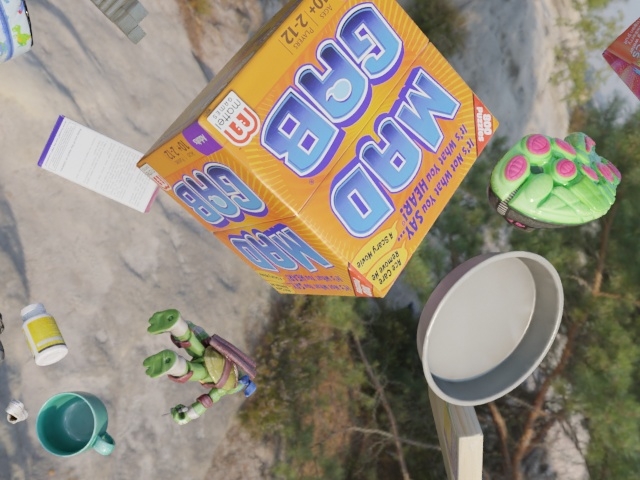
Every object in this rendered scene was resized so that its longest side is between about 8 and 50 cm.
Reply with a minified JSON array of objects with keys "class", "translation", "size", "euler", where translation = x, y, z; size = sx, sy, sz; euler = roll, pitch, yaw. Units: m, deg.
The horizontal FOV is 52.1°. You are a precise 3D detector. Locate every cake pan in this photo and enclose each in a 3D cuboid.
[{"class":"cake pan","translation":[0.286,0.145,1.123],"size":[0.293,0.293,0.054],"euler":[51,-5,-34]}]

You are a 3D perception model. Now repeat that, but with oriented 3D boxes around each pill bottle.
[{"class":"pill bottle","translation":[-0.556,0.185,1.309],"size":[0.116,0.065,0.065],"euler":[57,21,19]}]

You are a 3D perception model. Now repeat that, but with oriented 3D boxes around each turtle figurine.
[{"class":"turtle figurine","translation":[-0.293,0.262,1.352],"size":[0.197,0.275,0.266],"euler":[-60,148,-20]}]

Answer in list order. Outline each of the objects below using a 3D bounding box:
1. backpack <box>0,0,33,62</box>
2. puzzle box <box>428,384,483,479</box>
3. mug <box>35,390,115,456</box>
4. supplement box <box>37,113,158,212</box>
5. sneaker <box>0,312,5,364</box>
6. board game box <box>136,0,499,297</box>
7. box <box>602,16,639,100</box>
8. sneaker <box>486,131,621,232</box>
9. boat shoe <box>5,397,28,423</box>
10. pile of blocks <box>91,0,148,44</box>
[{"class":"backpack","translation":[-0.695,-0.493,1.235],"size":[0.273,0.290,0.355],"euler":[-53,153,-22]},{"class":"puzzle box","translation":[0.310,0.407,1.547],"size":[0.409,0.052,0.272],"euler":[-93,177,-59]},{"class":"mug","translation":[-0.512,0.397,1.385],"size":[0.157,0.129,0.097],"euler":[64,-1,11]},{"class":"supplement box","translation":[-0.427,-0.149,1.311],"size":[0.220,0.114,0.111],"euler":[24,-2,-9]},{"class":"sneaker","translation":[-0.671,0.170,1.293],"size":[0.108,0.271,0.100],"euler":[1,107,-44]},{"class":"board game box","translation":[-0.016,-0.156,1.072],"size":[0.356,0.356,0.356],"euler":[44,69,-19]},{"class":"box","translation":[0.649,-0.288,1.124],"size":[0.300,0.154,0.142],"euler":[10,47,-38]},{"class":"sneaker","translation":[0.417,-0.081,1.209],"size":[0.185,0.202,0.483],"euler":[54,32,16]},{"class":"boat shoe","translation":[-0.616,0.351,1.321],"size":[0.035,0.100,0.035],"euler":[30,56,-2]},{"class":"pile of blocks","translation":[-0.573,-0.680,1.682],"size":[0.362,0.112,0.149],"euler":[46,-3,-25]}]
